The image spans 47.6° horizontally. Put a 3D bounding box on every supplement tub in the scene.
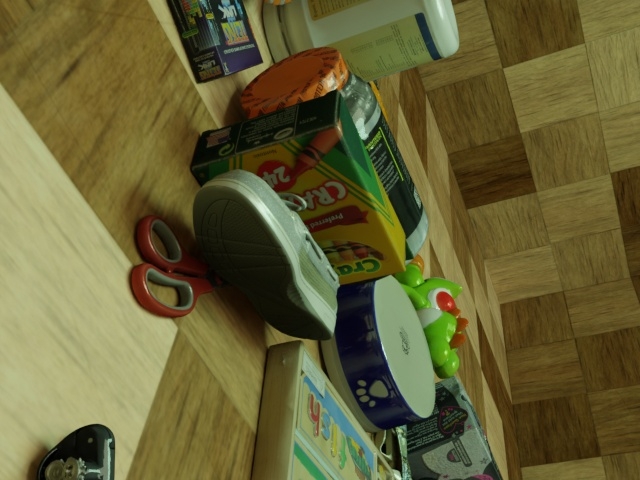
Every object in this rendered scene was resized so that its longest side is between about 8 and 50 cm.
[{"bbox_3d":[0.075,-0.407,1.336,0.228,0.316,0.228,-14,90,-72],"label":"supplement tub"},{"bbox_3d":[0.023,-0.112,1.132,0.207,0.207,0.338,-80,149,-51],"label":"supplement tub"}]

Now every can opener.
[{"bbox_3d":[-0.176,0.228,0.533,0.073,0.059,0.186,48,33,-56],"label":"can opener"}]

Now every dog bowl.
[{"bbox_3d":[0.104,0.193,1.268,0.265,0.104,0.265,50,28,-40],"label":"dog bowl"}]

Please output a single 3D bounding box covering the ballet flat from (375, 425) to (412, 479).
[{"bbox_3d":[0.125,0.402,1.308,0.070,0.070,0.188,51,29,-52],"label":"ballet flat"}]

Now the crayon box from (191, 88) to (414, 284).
[{"bbox_3d":[-0.008,-0.033,0.996,0.081,0.202,0.318,-85,153,-44],"label":"crayon box"}]

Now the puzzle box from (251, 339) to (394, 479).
[{"bbox_3d":[0.020,0.365,1.022,0.272,0.052,0.409,-85,154,-43],"label":"puzzle box"}]

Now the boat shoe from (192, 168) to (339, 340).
[{"bbox_3d":[-0.051,0.014,0.879,0.320,0.118,0.103,57,43,-49],"label":"boat shoe"}]

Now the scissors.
[{"bbox_3d":[-0.133,0.055,0.861,0.297,0.021,0.109,38,39,-63],"label":"scissors"}]

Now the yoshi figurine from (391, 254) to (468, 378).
[{"bbox_3d":[0.181,0.180,1.530,0.362,0.203,0.203,-97,-153,-65],"label":"yoshi figurine"}]

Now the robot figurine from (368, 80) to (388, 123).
[{"bbox_3d":[0.099,-0.314,1.707,0.211,0.085,0.291,-68,140,-62],"label":"robot figurine"}]

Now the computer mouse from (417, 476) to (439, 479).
[{"bbox_3d":[0.209,0.564,1.296,0.072,0.188,0.272,16,51,-49],"label":"computer mouse"}]

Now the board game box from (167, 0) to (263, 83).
[{"bbox_3d":[-0.148,-0.306,1.035,0.170,0.048,0.141,-55,127,-66],"label":"board game box"}]

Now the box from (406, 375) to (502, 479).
[{"bbox_3d":[0.254,0.419,1.450,0.142,0.163,0.247,-104,168,-52],"label":"box"}]

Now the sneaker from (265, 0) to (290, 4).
[{"bbox_3d":[-0.070,-0.571,1.193,0.124,0.321,0.180,2,38,-32],"label":"sneaker"}]
